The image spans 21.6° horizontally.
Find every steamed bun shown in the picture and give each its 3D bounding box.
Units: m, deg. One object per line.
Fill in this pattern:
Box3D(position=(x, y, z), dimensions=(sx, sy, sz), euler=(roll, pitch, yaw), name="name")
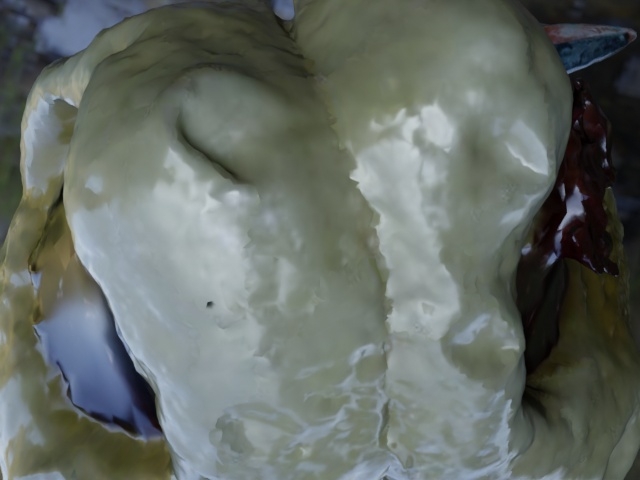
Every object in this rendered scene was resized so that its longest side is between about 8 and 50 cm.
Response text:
Box3D(position=(0.000, 0.000, 0.387), dimensions=(0.172, 0.140, 0.155), euler=(-9, 160, -5), name="steamed bun")

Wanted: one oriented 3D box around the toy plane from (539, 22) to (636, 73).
Box3D(position=(0.056, -0.084, 1.051), dimensions=(0.326, 0.104, 0.223), euler=(-9, 153, -12), name="toy plane")
